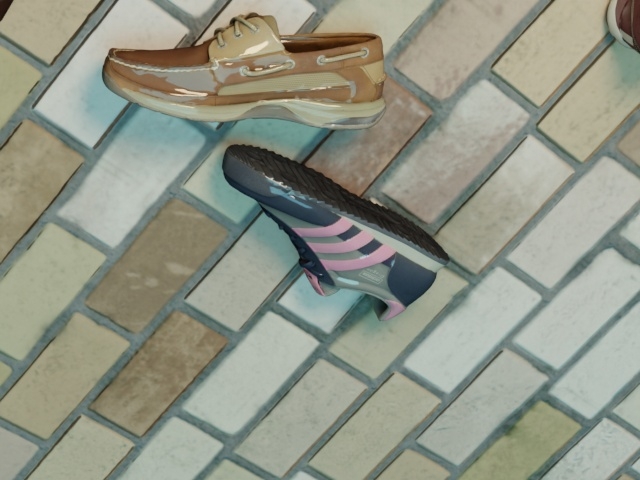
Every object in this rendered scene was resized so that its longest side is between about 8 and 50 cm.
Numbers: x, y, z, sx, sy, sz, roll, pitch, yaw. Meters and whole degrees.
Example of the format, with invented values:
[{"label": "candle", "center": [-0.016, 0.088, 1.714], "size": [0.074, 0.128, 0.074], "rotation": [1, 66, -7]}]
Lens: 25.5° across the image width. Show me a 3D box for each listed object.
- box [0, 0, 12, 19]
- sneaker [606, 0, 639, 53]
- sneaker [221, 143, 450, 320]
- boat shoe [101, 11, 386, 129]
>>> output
[{"label": "box", "center": [-0.458, -0.335, 1.329], "size": [0.381, 0.191, 0.143], "rotation": [33, 110, -13]}, {"label": "sneaker", "center": [0.446, -0.305, 1.565], "size": [0.106, 0.162, 0.281], "rotation": [25, 113, -22]}, {"label": "sneaker", "center": [0.000, 0.000, 1.694], "size": [0.319, 0.112, 0.131], "rotation": [28, 109, -22]}, {"label": "boat shoe", "center": [-0.080, -0.198, 1.570], "size": [0.324, 0.123, 0.116], "rotation": [1, 113, -18]}]
